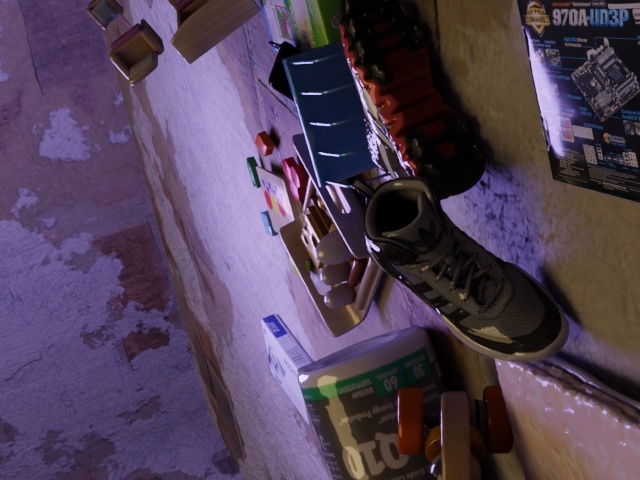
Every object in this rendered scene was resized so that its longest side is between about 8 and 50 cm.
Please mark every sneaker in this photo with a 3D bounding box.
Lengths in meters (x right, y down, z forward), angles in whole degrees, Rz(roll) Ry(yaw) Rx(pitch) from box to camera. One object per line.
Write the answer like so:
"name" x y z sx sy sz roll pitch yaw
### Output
"sneaker" 0.087 -0.159 1.238 0.276 0.097 0.135 64 162 13
"sneaker" 0.136 0.026 1.139 0.268 0.101 0.153 36 174 29

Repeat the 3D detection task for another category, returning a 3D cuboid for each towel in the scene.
"towel" 0.304 0.281 1.134 0.332 0.053 0.317 -150 41 -71

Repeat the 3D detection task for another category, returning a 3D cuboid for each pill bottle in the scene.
"pill bottle" 0.119 0.322 1.546 0.361 0.204 0.204 69 164 -1

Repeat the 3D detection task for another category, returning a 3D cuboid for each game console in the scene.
"game console" -0.022 -0.215 1.481 0.071 0.122 0.107 -27 40 54

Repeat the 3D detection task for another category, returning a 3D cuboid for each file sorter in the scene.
"file sorter" 0.046 -0.162 1.345 0.104 0.118 0.170 16 125 66

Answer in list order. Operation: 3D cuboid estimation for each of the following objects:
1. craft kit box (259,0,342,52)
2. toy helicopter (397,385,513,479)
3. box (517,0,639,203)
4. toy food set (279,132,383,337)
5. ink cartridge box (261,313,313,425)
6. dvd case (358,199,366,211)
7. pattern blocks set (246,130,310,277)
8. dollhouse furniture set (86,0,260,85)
"craft kit box" -0.038 -0.379 1.470 0.246 0.060 0.250 -144 36 -68
"toy helicopter" 0.166 0.358 1.301 0.235 0.140 0.355 -79 -13 -74
"box" 0.243 -0.119 0.849 0.220 0.051 0.175 -151 43 -67
"toy food set" 0.000 0.000 1.685 0.220 0.092 0.306 61 161 21
"ink cartridge box" -0.060 0.310 2.424 0.223 0.045 0.224 46 153 54
"dvd case" 0.062 -0.022 1.656 0.119 0.013 0.087 -146 38 -66
"pattern blocks set" -0.065 -0.064 2.004 0.325 0.026 0.286 -139 33 -60
"dollhouse furniture set" -0.279 -0.421 1.617 0.303 0.286 0.198 49 -166 -28
